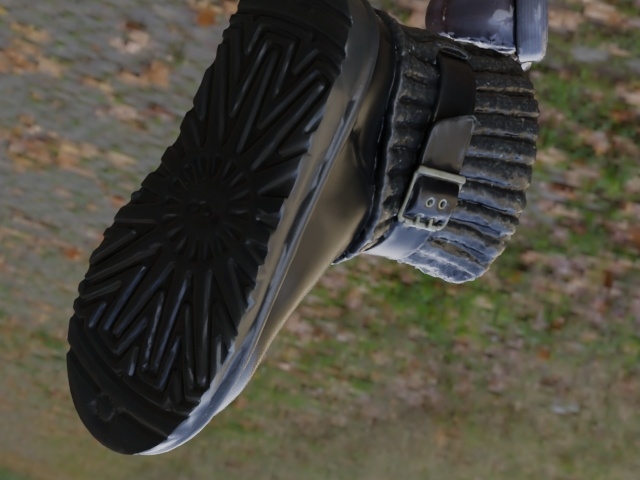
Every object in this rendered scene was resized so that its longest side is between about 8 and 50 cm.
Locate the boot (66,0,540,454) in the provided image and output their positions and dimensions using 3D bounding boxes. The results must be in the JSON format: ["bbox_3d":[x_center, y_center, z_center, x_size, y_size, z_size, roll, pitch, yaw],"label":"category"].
[{"bbox_3d":[0.003,0.001,0.961,0.131,0.348,0.260,37,-169,34],"label":"boot"}]

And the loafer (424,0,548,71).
[{"bbox_3d":[0.135,-0.194,1.188,0.095,0.109,0.302,-3,-173,4],"label":"loafer"}]
